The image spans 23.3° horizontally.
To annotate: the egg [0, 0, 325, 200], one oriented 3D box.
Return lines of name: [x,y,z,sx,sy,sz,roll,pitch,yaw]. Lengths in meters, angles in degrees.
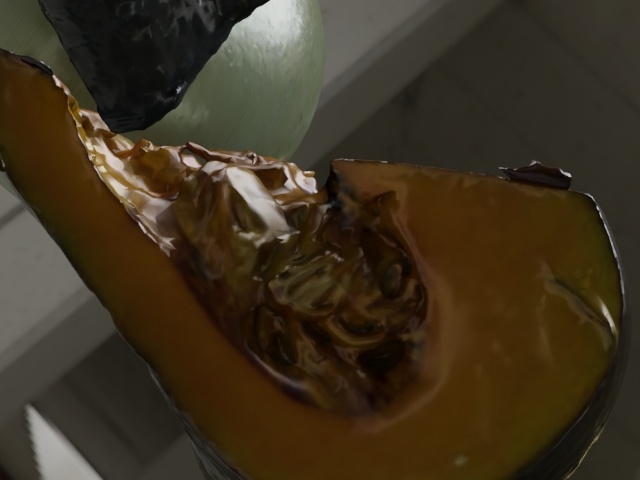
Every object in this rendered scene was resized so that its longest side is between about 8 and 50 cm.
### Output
egg: [-0.112,-0.108,0.914,0.218,0.218,0.295,49,18,0]

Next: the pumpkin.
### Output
pumpkin: [0.000,0.000,0.642,0.280,0.190,0.139,56,-6,4]

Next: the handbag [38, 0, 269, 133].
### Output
handbag: [-0.021,-0.180,0.553,0.088,0.270,0.175,30,-17,40]
